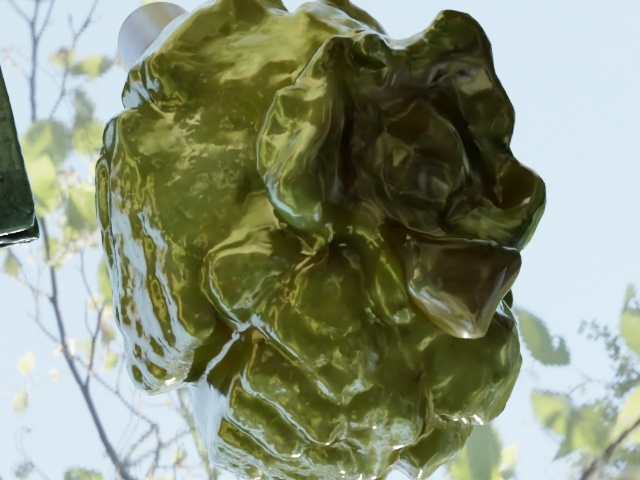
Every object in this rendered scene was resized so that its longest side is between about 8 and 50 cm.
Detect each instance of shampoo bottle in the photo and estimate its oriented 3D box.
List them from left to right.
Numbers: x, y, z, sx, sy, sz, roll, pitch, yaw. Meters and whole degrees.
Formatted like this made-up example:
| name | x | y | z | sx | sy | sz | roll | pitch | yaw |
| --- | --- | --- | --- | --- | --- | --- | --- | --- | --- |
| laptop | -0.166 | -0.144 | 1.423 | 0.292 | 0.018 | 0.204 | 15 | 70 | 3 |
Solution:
| name | x | y | z | sx | sy | sz | roll | pitch | yaw |
| --- | --- | --- | --- | --- | --- | --- | --- | --- | --- |
| shampoo bottle | -0.120 | -0.143 | 1.058 | 0.085 | 0.086 | 0.244 | -10 | -154 | -12 |

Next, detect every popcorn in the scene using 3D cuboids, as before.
| name | x | y | z | sx | sy | sz | roll | pitch | yaw |
| --- | --- | --- | --- | --- | --- | --- | --- | --- | --- |
| popcorn | 0.000 | 0.000 | 0.638 | 0.224 | 0.258 | 0.270 | -17 | -144 | -22 |

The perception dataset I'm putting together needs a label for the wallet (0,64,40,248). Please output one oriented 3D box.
| name | x | y | z | sx | sy | sz | roll | pitch | yaw |
| --- | --- | --- | --- | --- | --- | --- | --- | --- | --- |
| wallet | -0.378 | -0.141 | 0.977 | 0.237 | 0.075 | 0.342 | -11 | -106 | -24 |
